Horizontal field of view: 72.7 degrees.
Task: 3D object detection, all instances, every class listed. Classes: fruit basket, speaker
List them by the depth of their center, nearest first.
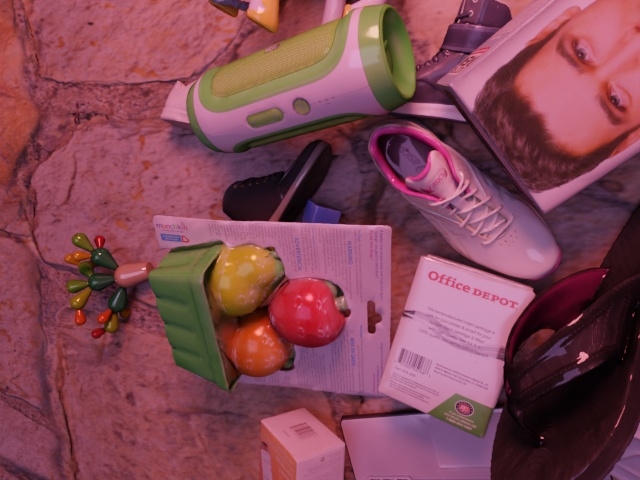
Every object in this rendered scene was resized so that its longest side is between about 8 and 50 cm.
[{"bbox_3d":[-0.034,-0.199,0.571,0.297,0.131,0.131,-6,94,32],"label":"speaker"},{"bbox_3d":[-0.067,0.107,0.686,0.353,0.165,0.327,-1,120,8],"label":"fruit basket"}]

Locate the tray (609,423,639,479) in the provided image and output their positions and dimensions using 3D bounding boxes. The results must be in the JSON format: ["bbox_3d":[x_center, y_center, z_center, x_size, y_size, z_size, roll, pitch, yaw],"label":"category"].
[{"bbox_3d":[0.412,0.269,0.483,0.270,0.030,0.145,28,140,6],"label":"tray"}]

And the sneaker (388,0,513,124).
[{"bbox_3d":[0.148,-0.246,0.583,0.226,0.086,0.163,10,111,13],"label":"sneaker"}]

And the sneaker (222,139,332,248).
[{"bbox_3d":[-0.081,-0.093,0.714,0.118,0.083,0.222,42,112,14],"label":"sneaker"}]

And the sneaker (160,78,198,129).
[{"bbox_3d":[-0.186,-0.237,0.752,0.212,0.080,0.094,15,91,23],"label":"sneaker"}]

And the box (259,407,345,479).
[{"bbox_3d":[-0.035,0.394,0.722,0.130,0.091,0.170,13,103,56],"label":"box"}]

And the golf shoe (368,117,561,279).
[{"bbox_3d":[0.178,-0.051,0.576,0.306,0.140,0.115,41,109,13],"label":"golf shoe"}]

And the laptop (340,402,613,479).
[{"bbox_3d":[0.210,0.465,0.572,0.382,0.236,0.407,-15,90,24],"label":"laptop"}]

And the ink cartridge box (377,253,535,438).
[{"bbox_3d":[0.189,0.137,0.612,0.153,0.087,0.208,20,98,20],"label":"ink cartridge box"}]

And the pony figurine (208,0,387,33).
[{"bbox_3d":[-0.012,-0.456,0.565,0.351,0.303,0.363,25,105,-14],"label":"pony figurine"}]

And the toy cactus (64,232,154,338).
[{"bbox_3d":[-0.429,0.084,0.896,0.181,0.112,0.219,-13,89,6],"label":"toy cactus"}]

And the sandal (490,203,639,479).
[{"bbox_3d":[0.297,0.085,0.487,0.107,0.167,0.445,33,87,0],"label":"sandal"}]

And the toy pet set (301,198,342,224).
[{"bbox_3d":[0.000,0.000,0.700,0.122,0.065,0.114,23,105,19],"label":"toy pet set"}]

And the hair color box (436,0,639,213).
[{"bbox_3d":[0.336,-0.220,0.453,0.374,0.113,0.185,-38,102,19],"label":"hair color box"}]
